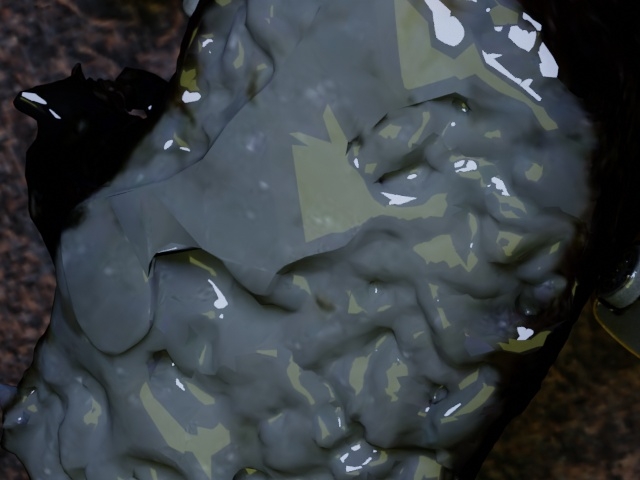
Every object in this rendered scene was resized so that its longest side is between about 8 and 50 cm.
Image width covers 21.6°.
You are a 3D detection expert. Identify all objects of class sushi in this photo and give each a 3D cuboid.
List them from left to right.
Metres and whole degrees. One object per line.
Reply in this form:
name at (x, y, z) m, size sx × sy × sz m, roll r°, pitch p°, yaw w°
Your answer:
sushi at (0.000, 0.000, 0.699) m, size 0.234 × 0.207 × 0.348 m, roll 36°, pitch 121°, yaw 8°

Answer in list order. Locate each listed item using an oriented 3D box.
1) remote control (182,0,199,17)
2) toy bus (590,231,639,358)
remote control at (0.017, -0.159, 0.738) m, size 0.087 × 0.029 × 0.190 m, roll 30°, pitch 116°, yaw -2°
toy bus at (0.190, -0.016, 0.740) m, size 0.069 × 0.074 × 0.162 m, roll 35°, pitch 111°, yaw -12°
